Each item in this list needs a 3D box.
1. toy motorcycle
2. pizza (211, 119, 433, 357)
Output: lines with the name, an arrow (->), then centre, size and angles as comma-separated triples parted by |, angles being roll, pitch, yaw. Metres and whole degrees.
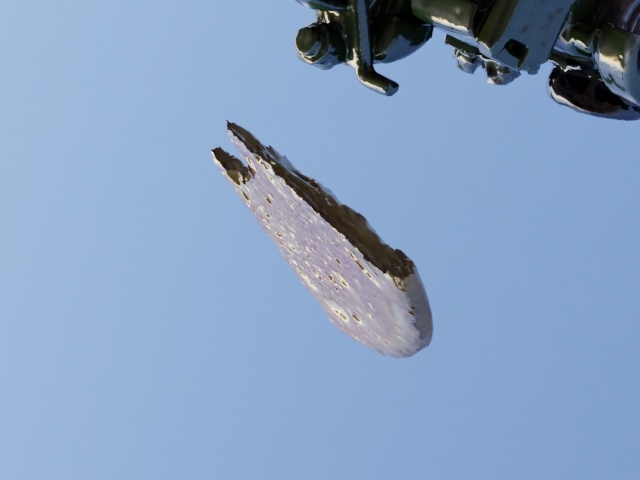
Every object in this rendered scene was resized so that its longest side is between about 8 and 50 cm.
toy motorcycle -> 0.113, -0.143, 1.158 | 0.205, 0.275, 0.127 | 30, -71, 46
pizza -> 0.000, 0.000, 1.451 | 0.034, 0.181, 0.262 | -38, -111, -19
